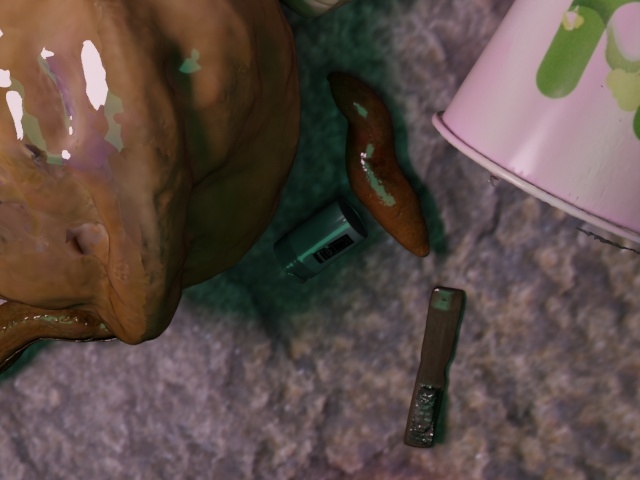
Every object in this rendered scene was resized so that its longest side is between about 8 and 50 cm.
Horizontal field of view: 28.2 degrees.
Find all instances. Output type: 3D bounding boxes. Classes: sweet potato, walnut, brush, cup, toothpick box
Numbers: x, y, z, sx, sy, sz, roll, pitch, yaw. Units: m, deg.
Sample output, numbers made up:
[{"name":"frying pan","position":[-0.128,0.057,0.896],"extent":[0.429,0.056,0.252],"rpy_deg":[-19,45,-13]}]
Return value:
[{"name":"sweet potato","position":[-0.319,0.100,1.352],"extent":[0.233,0.062,0.081],"rpy_deg":[-19,124,11]},{"name":"walnut","position":[-0.186,-0.110,1.106],"extent":[0.383,0.383,0.384],"rpy_deg":[3,113,6]},{"name":"brush","position":[0.116,0.138,1.329],"extent":[0.034,0.027,0.190],"rpy_deg":[10,112,1]},{"name":"cup","position":[0.264,-0.158,1.086],"extent":[0.253,0.253,0.274],"rpy_deg":[26,105,-4]},{"name":"toothpick box","position":[0.000,0.000,1.273],"extent":[0.083,0.052,0.052],"rpy_deg":[-36,104,18]},{"name":"sweet potato","position":[0.055,-0.070,1.236],"extent":[0.058,0.055,0.202],"rpy_deg":[-29,107,-21]}]

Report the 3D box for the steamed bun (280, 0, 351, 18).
[{"name":"steamed bun","position":[0.031,-0.298,1.092],"extent":[0.238,0.152,0.170],"rpy_deg":[-36,103,17]}]
